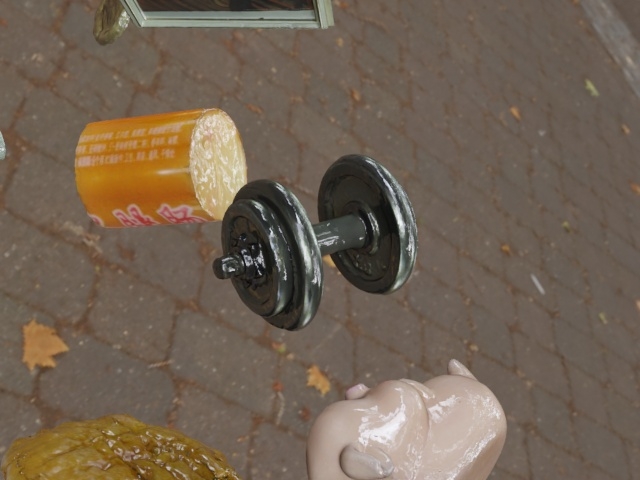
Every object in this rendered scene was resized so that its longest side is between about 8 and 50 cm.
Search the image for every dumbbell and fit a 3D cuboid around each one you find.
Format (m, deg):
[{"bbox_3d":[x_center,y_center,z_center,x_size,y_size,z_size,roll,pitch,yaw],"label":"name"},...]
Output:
[{"bbox_3d":[0.000,0.000,1.085,0.289,0.192,0.192,-17,71,-31],"label":"dumbbell"}]

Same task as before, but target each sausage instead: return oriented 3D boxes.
[{"bbox_3d":[-0.322,-0.142,1.776,0.233,0.287,0.233,-1,90,-65],"label":"sausage"}]

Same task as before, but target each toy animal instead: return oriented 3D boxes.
[{"bbox_3d":[0.093,0.224,0.944,0.250,0.167,0.154,-7,42,-34],"label":"toy animal"}]

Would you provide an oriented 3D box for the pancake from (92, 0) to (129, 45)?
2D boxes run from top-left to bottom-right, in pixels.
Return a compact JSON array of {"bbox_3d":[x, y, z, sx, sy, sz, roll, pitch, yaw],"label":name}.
[{"bbox_3d":[-0.419,-0.520,1.829,0.042,0.236,0.223,14,41,-34],"label":"pancake"}]

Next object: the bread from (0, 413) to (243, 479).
[{"bbox_3d":[-0.294,0.404,1.303,0.398,0.215,0.398,16,8,-2],"label":"bread"}]

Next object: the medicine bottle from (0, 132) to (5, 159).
[{"bbox_3d":[-0.471,-0.124,1.173,0.083,0.047,0.047,-16,72,-37],"label":"medicine bottle"}]

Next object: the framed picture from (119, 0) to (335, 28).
[{"bbox_3d":[-0.102,-0.249,0.771,0.273,0.216,0.016,66,27,-76],"label":"framed picture"}]
